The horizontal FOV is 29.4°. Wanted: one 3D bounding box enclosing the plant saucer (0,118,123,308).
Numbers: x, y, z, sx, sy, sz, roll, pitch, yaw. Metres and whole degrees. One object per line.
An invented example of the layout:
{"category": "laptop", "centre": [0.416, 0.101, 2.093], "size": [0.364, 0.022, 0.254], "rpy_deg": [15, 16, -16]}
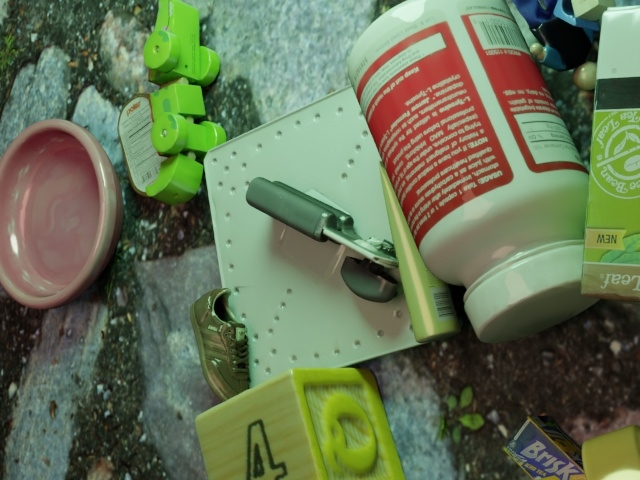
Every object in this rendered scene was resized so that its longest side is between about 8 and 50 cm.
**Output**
{"category": "plant saucer", "centre": [-0.458, -0.044, 2.142], "size": [0.332, 0.084, 0.332], "rpy_deg": [-5, 83, 39]}

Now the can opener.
{"category": "can opener", "centre": [0.000, 0.000, 1.706], "size": [0.283, 0.076, 0.095], "rpy_deg": [27, 101, 39]}

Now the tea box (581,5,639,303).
{"category": "tea box", "centre": [0.481, -0.080, 1.298], "size": [0.329, 0.220, 0.324], "rpy_deg": [2, 86, 39]}

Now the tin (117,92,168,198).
{"category": "tin", "centre": [-0.286, -0.159, 2.048], "size": [0.106, 0.040, 0.190], "rpy_deg": [-29, 67, 28]}

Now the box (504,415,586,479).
{"category": "box", "centre": [0.309, 0.291, 1.501], "size": [0.169, 0.054, 0.059], "rpy_deg": [45, 112, 34]}

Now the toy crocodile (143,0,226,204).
{"category": "toy crocodile", "centre": [-0.231, -0.227, 1.959], "size": [0.105, 0.115, 0.341], "rpy_deg": [-13, 77, 38]}

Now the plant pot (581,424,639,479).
{"category": "plant pot", "centre": [0.430, 0.307, 1.279], "size": [0.203, 0.291, 0.291], "rpy_deg": [-26, 68, 15]}

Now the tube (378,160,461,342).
{"category": "tube", "centre": [0.126, 0.013, 1.603], "size": [0.070, 0.062, 0.240], "rpy_deg": [128, 130, -73]}

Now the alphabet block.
{"category": "alphabet block", "centre": [-0.027, 0.298, 1.687], "size": [0.197, 0.192, 0.193], "rpy_deg": [-29, 69, 32]}

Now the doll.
{"category": "doll", "centre": [0.299, -0.274, 1.540], "size": [0.189, 0.129, 0.046], "rpy_deg": [57, 151, -2]}

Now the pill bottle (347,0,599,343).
{"category": "pill bottle", "centre": [0.201, -0.092, 1.521], "size": [0.229, 0.229, 0.408], "rpy_deg": [-34, 65, 31]}

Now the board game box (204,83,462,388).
{"category": "board game box", "centre": [0.007, -0.005, 1.782], "size": [0.390, 0.050, 0.390], "rpy_deg": [-21, 73, 36]}

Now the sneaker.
{"category": "sneaker", "centre": [-0.139, 0.157, 1.808], "size": [0.071, 0.066, 0.188], "rpy_deg": [-38, 63, 29]}

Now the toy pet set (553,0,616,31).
{"category": "toy pet set", "centre": [0.351, -0.277, 1.507], "size": [0.065, 0.114, 0.122], "rpy_deg": [-28, 65, 49]}
